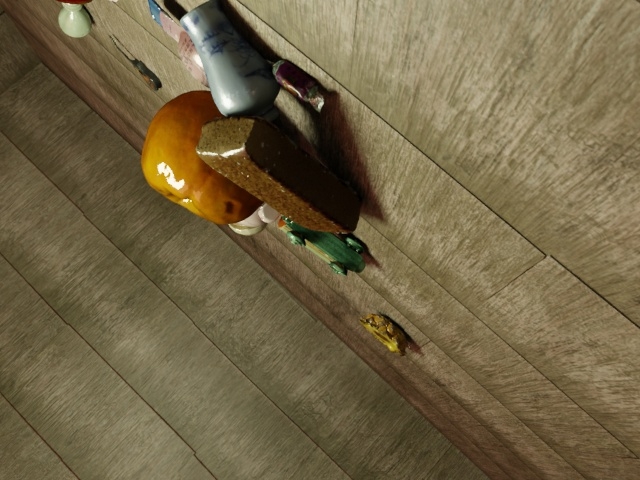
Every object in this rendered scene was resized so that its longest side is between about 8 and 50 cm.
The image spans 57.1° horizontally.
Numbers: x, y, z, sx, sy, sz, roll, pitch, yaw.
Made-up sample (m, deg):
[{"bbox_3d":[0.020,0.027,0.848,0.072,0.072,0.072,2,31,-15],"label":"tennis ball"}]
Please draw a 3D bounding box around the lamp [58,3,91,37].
[{"bbox_3d":[-0.821,-0.755,1.963,0.106,0.106,0.193,45,157,-4],"label":"lamp"}]

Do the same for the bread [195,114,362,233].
[{"bbox_3d":[-0.075,-0.137,1.290,0.165,0.113,0.416,4,162,36],"label":"bread"}]

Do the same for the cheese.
[{"bbox_3d":[-0.296,-0.446,1.370,0.286,0.074,0.189,44,166,0],"label":"cheese"}]

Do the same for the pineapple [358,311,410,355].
[{"bbox_3d":[0.239,0.332,2.139,0.225,0.076,0.225,40,168,10],"label":"pineapple"}]

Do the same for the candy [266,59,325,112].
[{"bbox_3d":[-0.046,-0.306,1.134,0.175,0.043,0.045,43,165,23],"label":"candy"}]

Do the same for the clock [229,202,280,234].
[{"bbox_3d":[-0.258,-0.170,1.810,0.342,0.184,0.326,53,156,-12],"label":"clock"}]

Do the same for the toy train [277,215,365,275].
[{"bbox_3d":[0.000,0.000,1.703,0.285,0.116,0.177,35,175,-19],"label":"toy train"}]

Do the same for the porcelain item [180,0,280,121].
[{"bbox_3d":[-0.177,-0.350,1.194,0.259,0.141,0.141,57,164,-17],"label":"porcelain item"}]

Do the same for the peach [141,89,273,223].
[{"bbox_3d":[-0.261,-0.215,1.453,0.343,0.302,0.343,29,172,5],"label":"peach"}]

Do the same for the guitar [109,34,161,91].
[{"bbox_3d":[-0.628,-0.603,1.991,0.233,0.025,0.088,47,167,-8],"label":"guitar"}]

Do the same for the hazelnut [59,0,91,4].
[{"bbox_3d":[-0.677,-0.725,1.540,0.170,0.160,0.202,9,106,48],"label":"hazelnut"}]
